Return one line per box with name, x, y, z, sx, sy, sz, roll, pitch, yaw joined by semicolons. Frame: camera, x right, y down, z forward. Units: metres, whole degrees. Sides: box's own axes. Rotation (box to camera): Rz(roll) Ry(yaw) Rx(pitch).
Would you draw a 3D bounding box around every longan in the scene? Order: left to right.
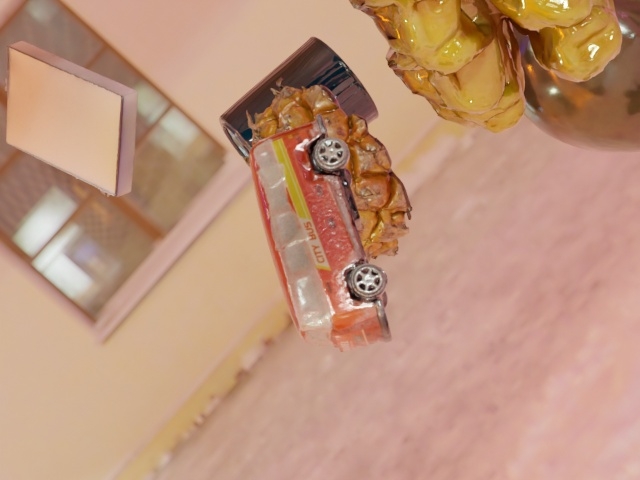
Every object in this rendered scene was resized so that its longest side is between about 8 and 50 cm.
longan;0.267;-0.173;1.502;0.196;0.220;0.197;-48;-33;-47

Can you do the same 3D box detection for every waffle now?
waffle;0.074;-0.234;1.006;0.151;0.324;0.261;-17;-30;13

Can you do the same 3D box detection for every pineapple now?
pineapple;-0.002;-0.055;1.613;0.076;0.225;0.225;-36;1;-26

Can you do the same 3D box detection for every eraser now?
eraser;-0.232;-0.112;1.520;0.023;0.150;0.104;-27;-47;-46

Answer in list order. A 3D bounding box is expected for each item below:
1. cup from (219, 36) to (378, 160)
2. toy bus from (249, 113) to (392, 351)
cup;-0.019;-0.128;1.774;0.138;0.113;0.150;-40;31;-7
toy bus;0.000;0.000;1.233;0.077;0.174;0.079;-16;-15;-1
